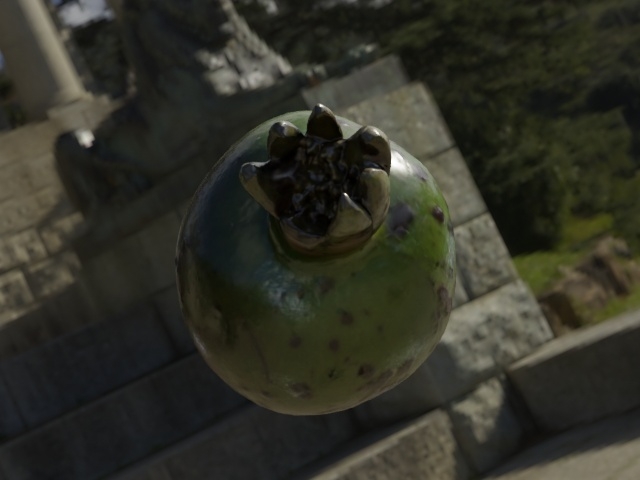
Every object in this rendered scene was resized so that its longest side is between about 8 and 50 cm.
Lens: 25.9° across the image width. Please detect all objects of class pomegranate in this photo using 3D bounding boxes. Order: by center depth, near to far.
[{"bbox_3d":[-0.002,-0.013,1.085,0.242,0.242,0.306,-24,-39,-25],"label":"pomegranate"}]
